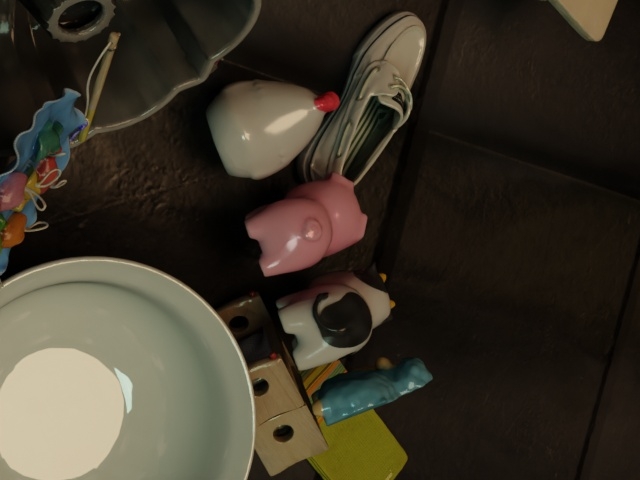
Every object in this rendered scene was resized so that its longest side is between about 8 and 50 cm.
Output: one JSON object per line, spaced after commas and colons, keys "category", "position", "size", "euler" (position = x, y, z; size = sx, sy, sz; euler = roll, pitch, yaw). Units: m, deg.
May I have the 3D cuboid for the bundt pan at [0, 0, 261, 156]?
{"category": "bundt pan", "position": [-0.202, -0.212, 0.925], "size": [0.330, 0.124, 0.331], "euler": [-23, 155, -11]}

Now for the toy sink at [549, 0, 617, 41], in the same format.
{"category": "toy sink", "position": [0.267, -0.358, 1.373], "size": [0.152, 0.131, 0.234], "euler": [33, 74, -41]}

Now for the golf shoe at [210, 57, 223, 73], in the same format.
{"category": "golf shoe", "position": [-0.123, -0.246, 1.116], "size": [0.085, 0.067, 0.186], "euler": [-2, 104, -13]}

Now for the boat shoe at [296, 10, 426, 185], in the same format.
{"category": "boat shoe", "position": [0.064, -0.142, 1.287], "size": [0.083, 0.075, 0.226], "euler": [39, 75, -40]}

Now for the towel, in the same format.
{"category": "towel", "position": [0.024, 0.217, 1.381], "size": [0.102, 0.021, 0.237], "euler": [-49, 128, -20]}

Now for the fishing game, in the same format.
{"category": "fishing game", "position": [-0.218, -0.024, 0.899], "size": [0.041, 0.189, 0.264], "euler": [29, 47, -2]}

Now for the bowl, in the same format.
{"category": "bowl", "position": [-0.215, 0.158, 1.061], "size": [0.297, 0.134, 0.298], "euler": [-1, 93, -26]}

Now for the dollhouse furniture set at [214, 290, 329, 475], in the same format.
{"category": "dollhouse furniture set", "position": [-0.111, 0.165, 1.208], "size": [0.183, 0.129, 0.129], "euler": [-25, 120, -1]}

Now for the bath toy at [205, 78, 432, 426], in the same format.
{"category": "bath toy", "position": [0.000, 0.000, 1.195], "size": [0.129, 0.151, 0.348], "euler": [-20, 100, 1]}
